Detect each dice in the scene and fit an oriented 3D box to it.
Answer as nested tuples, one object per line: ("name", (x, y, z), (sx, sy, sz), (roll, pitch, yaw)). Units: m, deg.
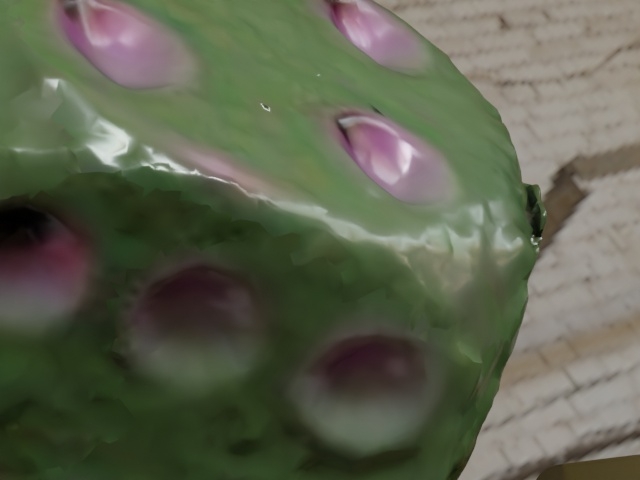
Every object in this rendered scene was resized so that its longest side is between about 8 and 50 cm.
("dice", (-0.097, 0.024, 0.875), (0.322, 0.330, 0.318), (22, -61, -16))

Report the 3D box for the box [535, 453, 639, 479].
("box", (0.309, 0.284, 1.559), (0.201, 0.144, 0.090), (-9, -48, 7))
